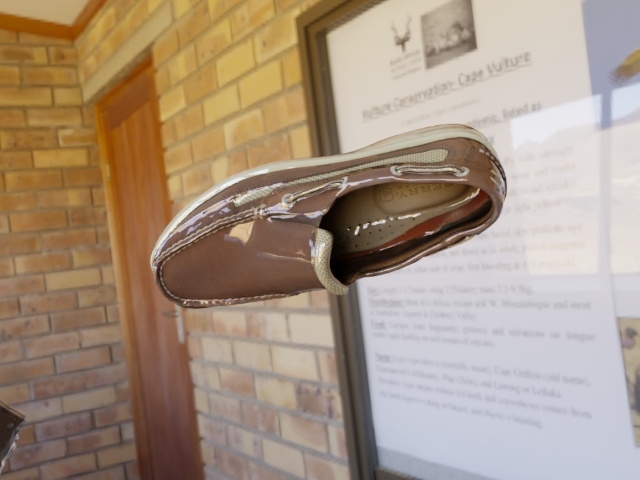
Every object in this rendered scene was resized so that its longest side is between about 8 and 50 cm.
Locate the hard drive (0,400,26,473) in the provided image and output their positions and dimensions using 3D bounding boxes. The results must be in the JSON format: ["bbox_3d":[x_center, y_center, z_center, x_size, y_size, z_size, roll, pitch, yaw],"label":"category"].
[{"bbox_3d":[-0.295,0.248,0.359,0.064,0.339,0.237,39,-47,-21],"label":"hard drive"}]

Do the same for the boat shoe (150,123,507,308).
[{"bbox_3d":[-0.003,-0.007,0.480,0.257,0.095,0.095,-22,26,12],"label":"boat shoe"}]
